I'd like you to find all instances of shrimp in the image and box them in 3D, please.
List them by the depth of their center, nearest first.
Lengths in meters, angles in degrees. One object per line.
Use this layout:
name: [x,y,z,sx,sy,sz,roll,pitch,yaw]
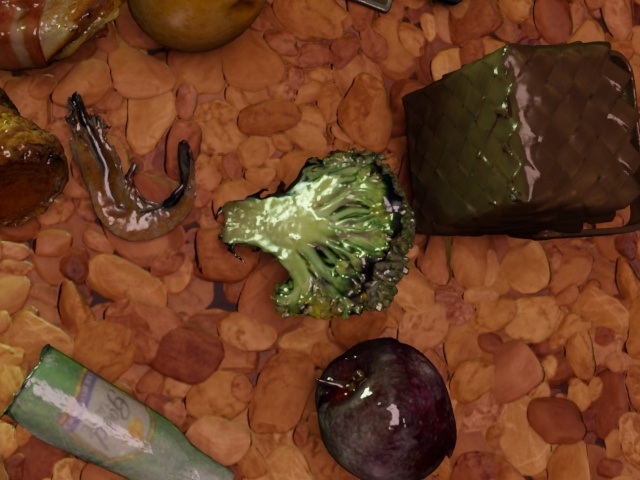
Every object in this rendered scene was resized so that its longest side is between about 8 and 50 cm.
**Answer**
shrimp: [-0.247,-0.110,1.255,0.152,0.046,0.219,-28,95,-13]

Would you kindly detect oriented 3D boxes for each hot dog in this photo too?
hot dog: [-0.379,-0.270,1.215,0.261,0.093,0.123,3,65,6]

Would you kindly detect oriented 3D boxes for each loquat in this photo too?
loquat: [-0.160,-0.354,1.217,0.213,0.213,0.213,1,84,-12]

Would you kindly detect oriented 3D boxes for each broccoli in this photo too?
broccoli: [0.016,0.004,1.275,0.180,0.273,0.242,32,62,-53]

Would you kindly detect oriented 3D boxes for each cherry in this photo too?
cherry: [0.083,0.225,1.230,0.195,0.195,0.195,1,84,-12]

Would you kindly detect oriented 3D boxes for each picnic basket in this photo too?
picnic basket: [0.295,-0.126,1.254,0.321,0.291,0.254,-5,86,-28]

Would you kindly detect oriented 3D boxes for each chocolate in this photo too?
chocolate: [-0.245,0.246,1.199,0.291,0.110,0.110,32,79,-10]

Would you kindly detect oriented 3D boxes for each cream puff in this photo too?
cream puff: [-0.419,-0.120,1.177,0.183,0.183,0.169,-24,67,-14]

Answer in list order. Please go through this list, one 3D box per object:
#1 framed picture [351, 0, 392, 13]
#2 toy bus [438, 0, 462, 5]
framed picture: [0.047,-0.477,1.371,0.192,0.018,0.265,19,80,-10]
toy bus: [0.210,-0.512,1.309,0.162,0.194,0.323,23,79,-19]
